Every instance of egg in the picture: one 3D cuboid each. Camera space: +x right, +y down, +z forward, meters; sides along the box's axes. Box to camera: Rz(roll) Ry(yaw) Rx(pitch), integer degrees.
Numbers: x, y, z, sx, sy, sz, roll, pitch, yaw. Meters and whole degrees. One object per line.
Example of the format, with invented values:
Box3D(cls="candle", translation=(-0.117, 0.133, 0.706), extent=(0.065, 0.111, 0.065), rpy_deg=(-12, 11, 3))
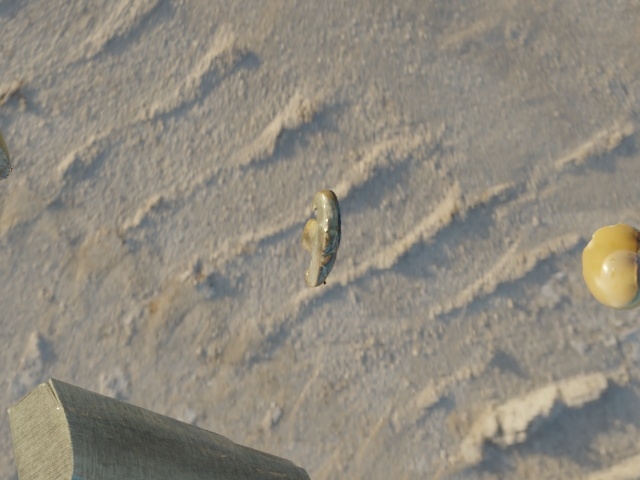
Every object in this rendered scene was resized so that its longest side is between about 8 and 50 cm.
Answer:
Box3D(cls="egg", translation=(0.277, 0.027, 1.113), extent=(0.071, 0.083, 0.071), rpy_deg=(8, 142, 7))

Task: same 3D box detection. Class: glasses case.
Box3D(cls="glasses case", translation=(-0.081, 0.140, 0.696), extent=(0.047, 0.071, 0.205), rpy_deg=(-41, 138, 21))

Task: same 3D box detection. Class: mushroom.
Box3D(cls="mushroom", translation=(0.000, 0.000, 1.178), extent=(0.019, 0.049, 0.101), rpy_deg=(-4, 111, -32))

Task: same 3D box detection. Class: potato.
Box3D(cls="potato", translation=(-0.283, -0.092, 1.014), extent=(0.037, 0.036, 0.093), rpy_deg=(-7, 145, 21))
